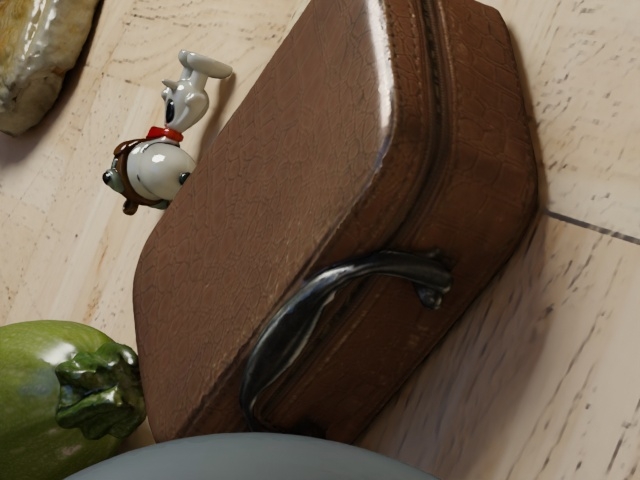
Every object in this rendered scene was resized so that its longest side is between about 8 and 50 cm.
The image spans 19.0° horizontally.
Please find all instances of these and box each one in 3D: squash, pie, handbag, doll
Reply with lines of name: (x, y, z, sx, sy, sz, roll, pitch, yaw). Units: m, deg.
squash: (-0.159, 0.091, 0.962, 0.341, 0.094, 0.094, -34, 42, 55)
pie: (-0.192, -0.159, 1.270, 0.195, 0.046, 0.195, -42, 37, 41)
handbag: (0.000, 0.000, 0.733, 0.193, 0.072, 0.151, -49, 31, 32)
doll: (-0.078, -0.055, 0.969, 0.058, 0.040, 0.085, -8, 67, 48)

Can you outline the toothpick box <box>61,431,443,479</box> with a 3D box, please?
toothpick box: (-0.053, 0.201, 0.477, 0.354, 0.263, 0.263, -43, 35, 41)
